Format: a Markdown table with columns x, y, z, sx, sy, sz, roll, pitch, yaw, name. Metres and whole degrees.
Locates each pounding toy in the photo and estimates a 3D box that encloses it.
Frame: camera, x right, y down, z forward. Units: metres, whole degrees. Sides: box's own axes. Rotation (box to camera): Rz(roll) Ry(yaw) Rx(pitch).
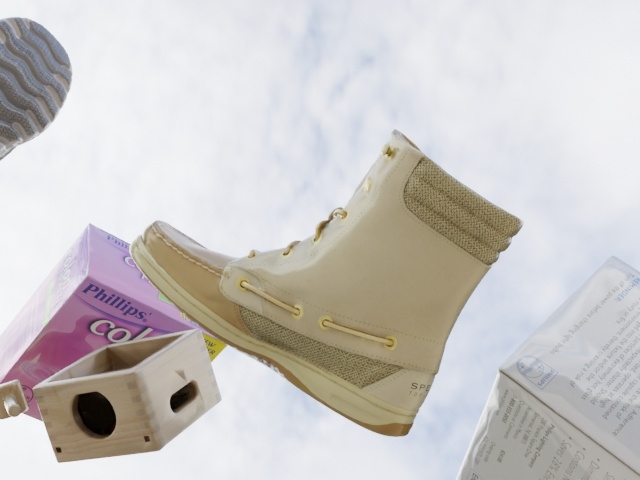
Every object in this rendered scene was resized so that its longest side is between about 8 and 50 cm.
| x | y | z | sx | sy | sz | roll | pitch | yaw | name |
| --- | --- | --- | --- | --- | --- | --- | --- | --- | --- |
| -0.235 | 0.174 | 1.071 | 0.206 | 0.181 | 0.094 | -12 | -81 | 26 | pounding toy |

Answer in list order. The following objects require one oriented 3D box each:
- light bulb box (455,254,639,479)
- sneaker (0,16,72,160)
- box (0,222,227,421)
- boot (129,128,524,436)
| x | y | z | sx | sy | sz | roll | pitch | yaw | name |
| --- | --- | --- | --- | --- | --- | --- | --- | --- | --- |
| 0.348 | 0.277 | 1.110 | 0.225 | 0.361 | 0.358 | -37 | -27 | -32 | light bulb box |
| -0.331 | -0.093 | 0.933 | 0.115 | 0.281 | 0.105 | -10 | -54 | 47 | sneaker |
| -0.280 | 0.136 | 1.413 | 0.213 | 0.117 | 0.243 | 30 | -65 | -28 | box |
| 0.000 | 0.000 | 0.817 | 0.262 | 0.095 | 0.203 | 31 | -81 | 16 | boot |
